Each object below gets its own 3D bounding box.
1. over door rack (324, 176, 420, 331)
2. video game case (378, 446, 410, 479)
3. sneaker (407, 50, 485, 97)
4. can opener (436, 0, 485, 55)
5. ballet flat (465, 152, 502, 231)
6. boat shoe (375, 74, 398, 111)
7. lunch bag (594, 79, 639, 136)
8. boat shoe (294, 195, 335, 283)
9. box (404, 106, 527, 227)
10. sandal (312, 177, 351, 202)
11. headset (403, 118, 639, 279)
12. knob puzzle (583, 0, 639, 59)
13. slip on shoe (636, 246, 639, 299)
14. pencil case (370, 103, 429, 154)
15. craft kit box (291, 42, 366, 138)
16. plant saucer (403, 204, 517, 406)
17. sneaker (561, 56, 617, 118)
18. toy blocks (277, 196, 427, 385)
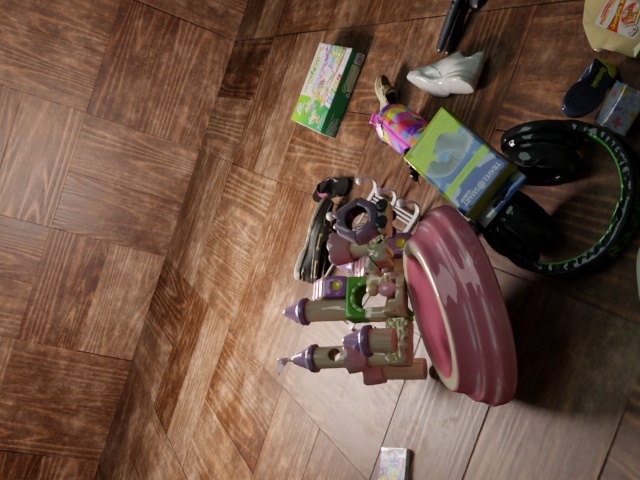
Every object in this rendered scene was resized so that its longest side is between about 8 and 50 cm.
[{"bbox_3d":[0.083,0.027,1.657,0.324,0.108,0.239,-69,26,10],"label":"over door rack"},{"bbox_3d":[0.138,0.460,1.405,0.087,0.011,0.122,-23,55,58],"label":"video game case"},{"bbox_3d":[0.274,-0.363,1.564,0.212,0.080,0.094,19,81,57],"label":"sneaker"},{"bbox_3d":[0.299,-0.494,1.589,0.186,0.059,0.073,-63,28,20],"label":"can opener"},{"bbox_3d":[0.291,-0.086,1.363,0.188,0.070,0.070,-61,29,24],"label":"ballet flat"},{"bbox_3d":[0.168,-0.351,1.782,0.045,0.050,0.135,-38,53,45],"label":"boat shoe"},{"bbox_3d":[0.457,-0.203,1.117,0.083,0.053,0.071,-70,6,-70],"label":"lunch bag"},{"bbox_3d":[0.000,0.000,1.885,0.081,0.069,0.227,40,-112,-75],"label":"boat shoe"},{"bbox_3d":[0.227,-0.117,1.167,0.178,0.042,0.109,49,114,31],"label":"box"},{"bbox_3d":[0.021,-0.141,1.950,0.179,0.040,0.067,-9,67,62],"label":"sandal"},{"bbox_3d":[0.315,-0.088,1.180,0.394,0.185,0.243,25,97,52],"label":"headset"},{"bbox_3d":[0.498,-0.391,1.173,0.213,0.030,0.213,-40,42,49],"label":"knob puzzle"},{"bbox_3d":[0.456,0.137,0.883,0.101,0.123,0.331,-18,47,21],"label":"slip on shoe"},{"bbox_3d":[0.196,-0.224,1.592,0.104,0.105,0.236,-65,28,16],"label":"pencil case"},{"bbox_3d":[0.019,-0.439,2.116,0.249,0.061,0.247,-69,24,9],"label":"craft kit box"},{"bbox_3d":[0.211,0.111,1.183,0.332,0.084,0.332,165,90,-85],"label":"plant saucer"},{"bbox_3d":[0.419,-0.230,1.161,0.144,0.053,0.059,-44,-9,-32],"label":"sneaker"},{"bbox_3d":[0.041,0.107,1.364,0.260,0.309,0.288,-4,70,21],"label":"toy blocks"}]
